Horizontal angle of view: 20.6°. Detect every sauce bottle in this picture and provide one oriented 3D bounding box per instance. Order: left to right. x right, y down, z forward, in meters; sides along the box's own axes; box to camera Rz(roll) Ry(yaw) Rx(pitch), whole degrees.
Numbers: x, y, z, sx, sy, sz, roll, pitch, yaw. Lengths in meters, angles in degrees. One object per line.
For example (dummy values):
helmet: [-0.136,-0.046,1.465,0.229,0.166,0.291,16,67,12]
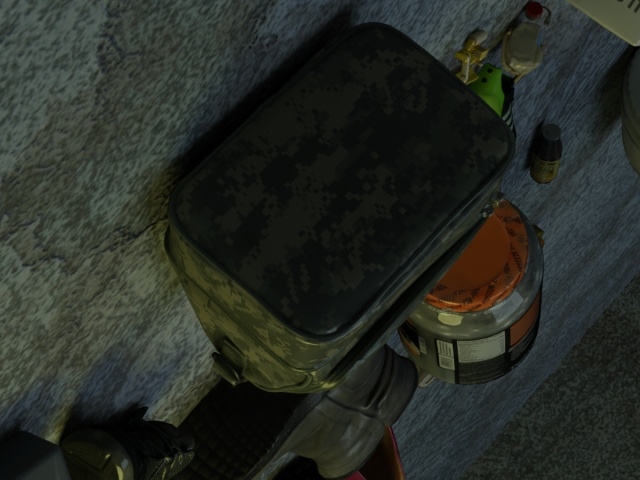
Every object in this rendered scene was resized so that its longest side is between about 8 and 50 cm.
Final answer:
sauce bottle: [0.312,-0.121,2.438,0.042,0.042,0.128,-46,161,-15]

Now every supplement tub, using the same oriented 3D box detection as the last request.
supplement tub: [0.182,0.054,2.205,0.193,0.193,0.316,-47,163,-11]

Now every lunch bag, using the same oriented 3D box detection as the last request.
lunch bag: [0.016,-0.015,1.617,0.305,0.212,0.256,-46,171,-19]

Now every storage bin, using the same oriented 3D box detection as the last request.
storage bin: [-0.284,0.237,1.591,0.135,0.098,0.091,-35,130,-40]

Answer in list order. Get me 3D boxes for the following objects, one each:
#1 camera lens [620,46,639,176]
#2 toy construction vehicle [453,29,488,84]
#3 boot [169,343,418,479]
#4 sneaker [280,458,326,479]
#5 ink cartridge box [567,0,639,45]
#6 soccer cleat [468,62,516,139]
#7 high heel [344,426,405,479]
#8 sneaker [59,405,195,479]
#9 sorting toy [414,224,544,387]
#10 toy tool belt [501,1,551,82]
camera lens: [0.553,-0.191,2.595,0.219,0.219,0.274,-49,164,-4]
toy construction vehicle: [0.152,-0.176,1.910,0.086,0.035,0.098,-31,154,-49]
boot: [-0.025,0.232,2.049,0.338,0.118,0.223,-43,142,-7]
sneaker: [-0.012,0.366,2.532,0.293,0.102,0.146,-45,162,-18]
ink cartridge box: [0.284,-0.287,1.713,0.119,0.207,0.353,-57,161,17]
soccer cleat: [0.206,-0.156,2.061,0.072,0.060,0.179,-63,163,-3]
high heel: [0.056,0.218,2.249,0.127,0.181,0.377,-45,163,-16]
sneaker: [-0.191,0.209,1.765,0.130,0.087,0.227,-46,166,-21]
sorting toy: [0.254,0.093,2.739,0.307,0.041,0.229,-46,163,-13]
toy tool belt: [0.232,-0.224,1.998,0.051,0.052,0.083,94,10,-75]
